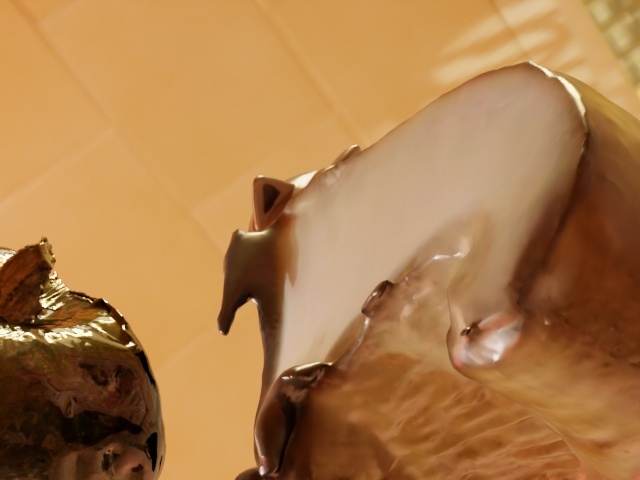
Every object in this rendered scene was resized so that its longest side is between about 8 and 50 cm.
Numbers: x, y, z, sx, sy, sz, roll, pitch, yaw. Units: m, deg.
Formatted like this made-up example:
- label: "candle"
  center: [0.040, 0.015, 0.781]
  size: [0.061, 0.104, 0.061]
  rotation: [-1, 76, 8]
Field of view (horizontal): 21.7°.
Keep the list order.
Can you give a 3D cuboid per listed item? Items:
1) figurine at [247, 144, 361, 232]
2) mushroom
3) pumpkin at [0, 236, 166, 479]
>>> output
- label: "figurine"
  center: [0.000, 0.000, 1.359]
  size: [0.125, 0.138, 0.125]
  rotation: [-5, -166, 1]
- label: "mushroom"
  center: [0.178, 0.086, 0.963]
  size: [0.313, 0.397, 0.224]
  rotation: [-37, -147, 42]
- label: "pumpkin"
  center: [-0.288, 0.110, 1.327]
  size: [0.232, 0.242, 0.325]
  rotation: [-2, -162, -42]
